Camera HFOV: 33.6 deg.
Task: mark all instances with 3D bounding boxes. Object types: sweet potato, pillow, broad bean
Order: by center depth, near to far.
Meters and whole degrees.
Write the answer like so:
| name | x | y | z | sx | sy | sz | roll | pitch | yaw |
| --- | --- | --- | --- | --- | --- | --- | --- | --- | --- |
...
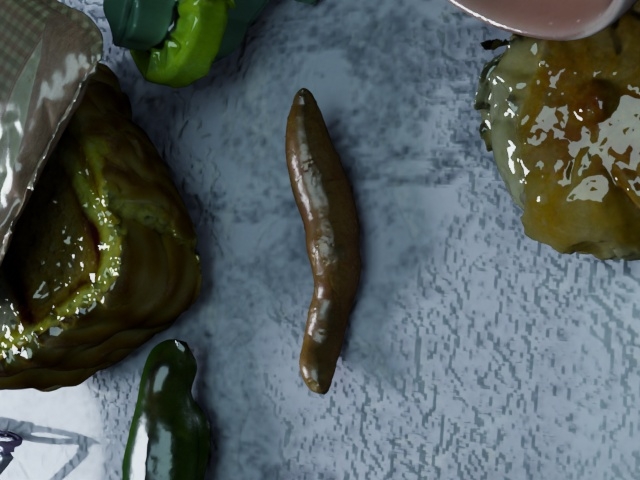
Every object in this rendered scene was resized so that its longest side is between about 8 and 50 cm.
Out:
| name | x | y | z | sx | sy | sz | roll | pitch | yaw |
| --- | --- | --- | --- | --- | --- | --- | --- | --- | --- |
| sweet potato | 0.003 | -0.001 | 0.620 | 0.044 | 0.044 | 0.179 | -8 | 86 | 30 |
| pillow | -0.208 | -0.055 | 0.648 | 0.135 | 0.034 | 0.211 | 33 | 101 | 31 |
| broad bean | -0.153 | 0.201 | 0.673 | 0.292 | 0.049 | 0.144 | -45 | 69 | 15 |

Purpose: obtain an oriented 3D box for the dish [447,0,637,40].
| name | x | y | z | sx | sy | sz | roll | pitch | yaw |
| --- | --- | --- | --- | --- | --- | --- | --- | --- | --- |
| dish | 0.093 | -0.199 | 0.456 | 0.090 | 0.213 | 0.213 | -33 | 61 | -20 |

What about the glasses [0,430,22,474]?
| name | x | y | z | sx | sy | sz | roll | pitch | yaw |
| --- | --- | --- | --- | --- | --- | --- | --- | --- | --- |
| glasses | -0.268 | 0.179 | 0.742 | 0.140 | 0.062 | 0.104 | 7 | 88 | 32 |

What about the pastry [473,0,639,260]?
| name | x | y | z | sx | sy | sz | roll | pitch | yaw |
| --- | --- | --- | --- | --- | --- | --- | --- | --- | --- |
| pastry | 0.151 | -0.063 | 0.518 | 0.153 | 0.081 | 0.153 | -5 | 76 | 21 |

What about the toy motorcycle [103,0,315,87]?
| name | x | y | z | sx | sy | sz | roll | pitch | yaw |
| --- | --- | --- | --- | --- | --- | --- | --- | --- | --- |
| toy motorcycle | -0.051 | -0.260 | 0.624 | 0.326 | 0.191 | 0.200 | -52 | 49 | 35 |

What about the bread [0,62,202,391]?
| name | x | y | z | sx | sy | sz | roll | pitch | yaw |
| --- | --- | --- | --- | --- | --- | --- | --- | --- | --- |
| bread | -0.182 | -0.020 | 0.700 | 0.181 | 0.096 | 0.222 | -37 | 64 | 20 |
